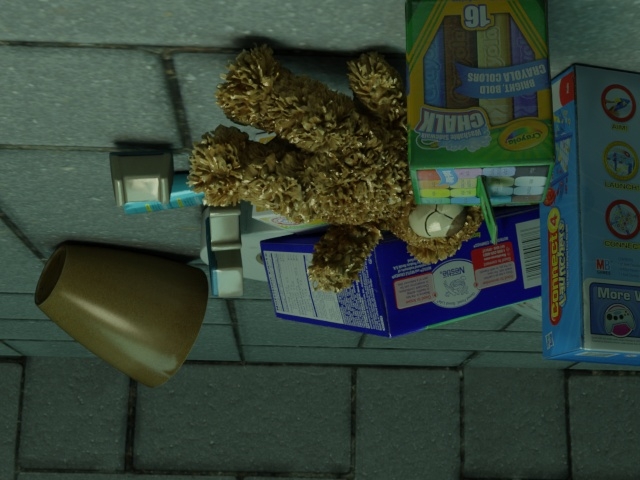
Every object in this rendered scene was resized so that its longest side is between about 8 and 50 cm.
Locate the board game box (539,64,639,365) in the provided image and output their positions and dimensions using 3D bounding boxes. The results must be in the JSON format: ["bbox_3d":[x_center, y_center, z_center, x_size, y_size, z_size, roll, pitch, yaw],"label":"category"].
[{"bbox_3d":[0.391,-0.016,1.201,0.308,0.302,0.086,6,166,-16],"label":"board game box"}]

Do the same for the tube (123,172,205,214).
[{"bbox_3d":[-0.173,-0.072,1.557,0.207,0.052,0.080,-6,171,3],"label":"tube"}]

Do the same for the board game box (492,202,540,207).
[{"bbox_3d":[0.288,-0.073,1.489,0.193,0.053,0.305,-4,165,22],"label":"board game box"}]

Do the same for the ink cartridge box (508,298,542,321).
[{"bbox_3d":[0.388,0.066,1.823,0.308,0.091,0.385,30,170,-33],"label":"ink cartridge box"}]

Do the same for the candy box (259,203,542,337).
[{"bbox_3d":[0.110,0.032,1.429,0.268,0.122,0.317,-12,-173,-26],"label":"candy box"}]

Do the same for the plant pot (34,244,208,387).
[{"bbox_3d":[-0.369,0.109,1.990,0.254,0.237,0.237,28,154,-28],"label":"plant pot"}]

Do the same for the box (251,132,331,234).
[{"bbox_3d":[0.026,-0.080,1.362,0.203,0.114,0.103,-7,164,33],"label":"box"}]

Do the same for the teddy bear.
[{"bbox_3d":[0.031,-0.074,1.153,0.338,0.245,0.113,37,172,-18],"label":"teddy bear"}]

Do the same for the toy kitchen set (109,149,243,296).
[{"bbox_3d":[-0.191,-0.036,1.491,0.166,0.122,0.207,-3,128,-7],"label":"toy kitchen set"}]

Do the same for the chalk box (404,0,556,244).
[{"bbox_3d":[0.147,-0.105,1.044,0.132,0.213,0.132,0,166,6],"label":"chalk box"}]

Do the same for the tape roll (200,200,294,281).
[{"bbox_3d":[0.000,0.000,1.768,0.392,0.072,0.392,2,166,0],"label":"tape roll"}]
